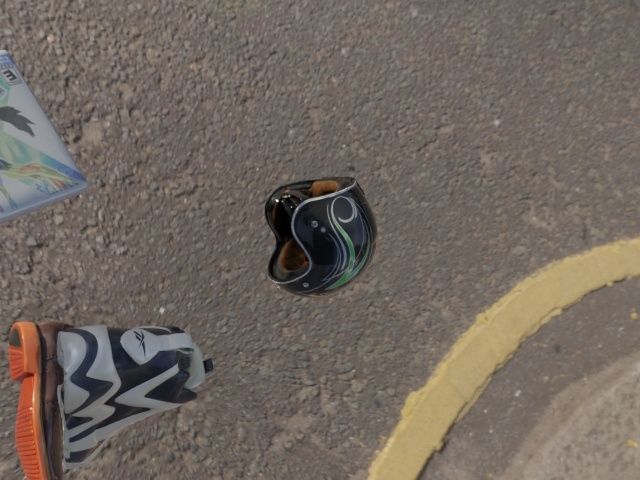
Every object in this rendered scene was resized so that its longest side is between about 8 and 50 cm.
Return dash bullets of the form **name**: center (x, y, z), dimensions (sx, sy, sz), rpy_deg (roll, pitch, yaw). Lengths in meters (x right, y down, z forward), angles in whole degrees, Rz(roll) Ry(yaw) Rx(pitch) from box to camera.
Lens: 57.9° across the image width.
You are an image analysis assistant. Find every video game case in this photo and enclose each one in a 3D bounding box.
- **video game case**: center (-0.611, -0.164, 0.983), dimensions (0.329, 0.036, 0.300), rpy_deg (-35, 97, -49)

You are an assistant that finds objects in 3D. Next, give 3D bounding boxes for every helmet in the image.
- **helmet**: center (0.000, 0.000, 0.841), dimensions (0.169, 0.169, 0.161), rpy_deg (-17, 110, -20)

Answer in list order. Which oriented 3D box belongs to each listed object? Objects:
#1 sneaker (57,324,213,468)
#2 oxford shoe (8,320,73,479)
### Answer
- **sneaker**: center (-0.195, 0.162, 0.617), dimensions (0.153, 0.235, 0.094), rpy_deg (-4, 46, -26)
- **oxford shoe**: center (-0.411, 0.257, 0.894), dimensions (0.098, 0.097, 0.271), rpy_deg (0, 77, -45)
